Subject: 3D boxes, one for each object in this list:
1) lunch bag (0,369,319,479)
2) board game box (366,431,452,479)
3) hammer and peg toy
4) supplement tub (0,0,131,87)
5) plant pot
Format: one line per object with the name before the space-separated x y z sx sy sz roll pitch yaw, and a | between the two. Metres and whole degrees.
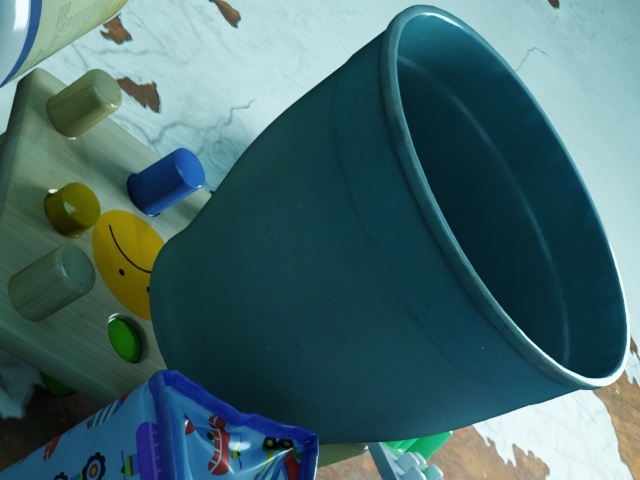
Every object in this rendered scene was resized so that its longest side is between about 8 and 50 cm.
lunch bag | -0.112 0.261 0.706 0.138 0.221 0.293 30 40 -38
board game box | 0.192 0.286 0.851 0.390 0.050 0.390 47 2 -12
hammer and peg toy | -0.117 0.044 0.989 0.361 0.127 0.266 38 36 -36
supplement tub | -0.260 -0.245 0.942 0.228 0.228 0.316 52 31 -11
plant pot | 0.031 0.020 0.846 0.271 0.255 0.272 38 37 -35
